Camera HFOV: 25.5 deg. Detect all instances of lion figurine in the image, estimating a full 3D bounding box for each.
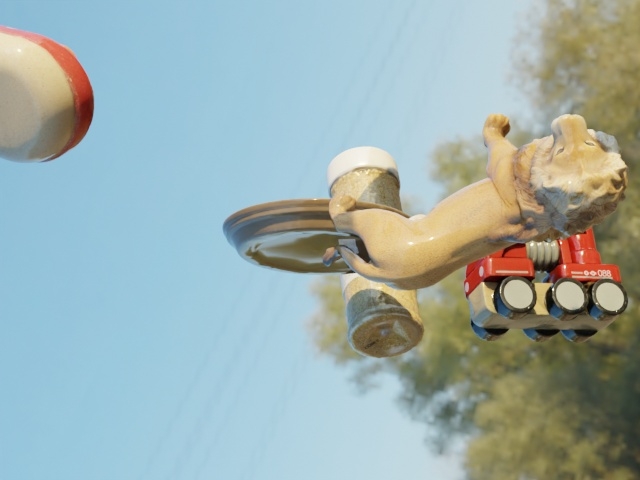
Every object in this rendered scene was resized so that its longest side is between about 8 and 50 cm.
[{"bbox_3d":[0.171,-0.024,1.658,0.142,0.392,0.240,48,-164,-26],"label":"lion figurine"}]

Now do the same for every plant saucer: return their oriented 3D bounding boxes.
[{"bbox_3d":[0.000,0.000,1.990,0.278,0.278,0.041,63,-153,-70],"label":"plant saucer"}]

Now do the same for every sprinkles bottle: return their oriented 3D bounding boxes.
[{"bbox_3d":[0.084,0.014,2.258,0.121,0.121,0.355,87,177,-50],"label":"sprinkles bottle"}]

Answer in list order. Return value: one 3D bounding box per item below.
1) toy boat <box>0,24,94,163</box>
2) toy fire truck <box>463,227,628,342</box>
[{"bbox_3d":[-0.332,-0.179,1.581,0.151,0.231,0.151,-29,-54,-41],"label":"toy boat"},{"bbox_3d":[0.322,0.005,2.038,0.158,0.217,0.246,122,147,-61],"label":"toy fire truck"}]
